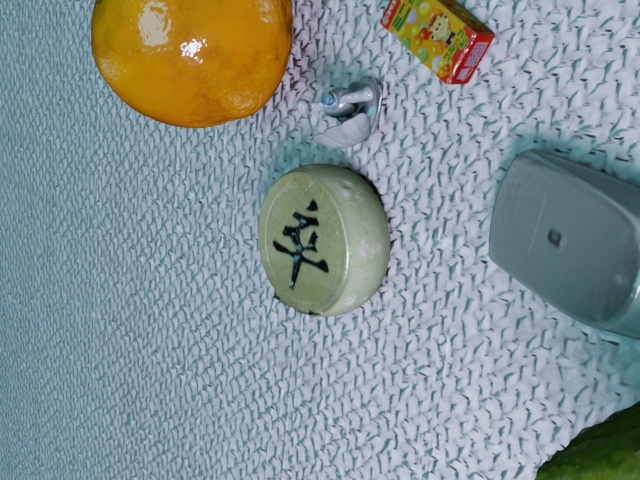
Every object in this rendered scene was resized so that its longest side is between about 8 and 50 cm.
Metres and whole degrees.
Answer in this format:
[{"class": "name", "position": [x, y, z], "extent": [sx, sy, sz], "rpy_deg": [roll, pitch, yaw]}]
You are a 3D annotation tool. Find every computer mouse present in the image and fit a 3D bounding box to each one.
[{"class": "computer mouse", "position": [0.243, 0.003, 0.739], "extent": [0.231, 0.079, 0.128], "rpy_deg": [46, 127, 52]}]

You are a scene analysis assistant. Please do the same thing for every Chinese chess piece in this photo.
[{"class": "Chinese chess piece", "position": [0.000, 0.000, 0.998], "extent": [0.188, 0.083, 0.189], "rpy_deg": [14, 108, 49]}]

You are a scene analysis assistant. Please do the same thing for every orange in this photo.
[{"class": "orange", "position": [-0.160, -0.271, 1.012], "extent": [0.261, 0.261, 0.261], "rpy_deg": [11, 105, 46]}]

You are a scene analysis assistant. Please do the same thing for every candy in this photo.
[{"class": "candy", "position": [0.121, -0.222, 0.854], "extent": [0.122, 0.038, 0.062], "rpy_deg": [50, 130, 30]}]

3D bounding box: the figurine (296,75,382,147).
[{"class": "figurine", "position": [0.028, -0.149, 0.934], "extent": [0.094, 0.086, 0.082], "rpy_deg": [-21, 80, 48]}]

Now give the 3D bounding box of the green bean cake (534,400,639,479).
[{"class": "green bean cake", "position": [0.300, 0.228, 0.580], "extent": [0.156, 0.249, 0.247], "rpy_deg": [-32, 73, 47]}]
